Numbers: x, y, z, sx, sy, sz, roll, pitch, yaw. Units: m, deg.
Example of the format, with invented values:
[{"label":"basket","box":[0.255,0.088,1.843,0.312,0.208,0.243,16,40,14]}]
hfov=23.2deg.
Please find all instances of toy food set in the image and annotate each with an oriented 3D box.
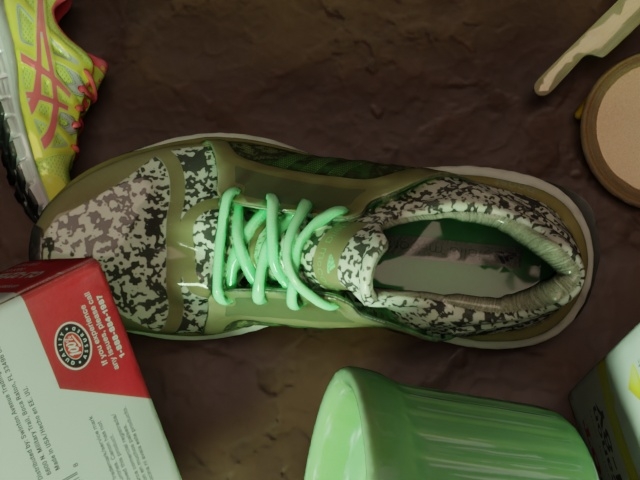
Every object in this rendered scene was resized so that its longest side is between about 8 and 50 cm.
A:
[{"label":"toy food set","box":[0.262,-0.085,1.187,0.132,0.038,0.192,-42,86,-3]}]

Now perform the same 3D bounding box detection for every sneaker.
[{"label":"sneaker","box":[0.000,0.000,1.068,0.410,0.182,0.158,0,90,-1]},{"label":"sneaker","box":[-0.198,-0.105,1.158,0.094,0.081,0.209,-13,83,-17]}]

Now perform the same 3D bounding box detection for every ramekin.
[{"label":"ramekin","box":[0.074,0.236,0.975,0.148,0.303,0.303,6,76,-8]}]

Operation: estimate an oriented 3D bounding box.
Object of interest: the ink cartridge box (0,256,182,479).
[{"label":"ink cartridge box","box":[-0.243,0.153,0.989,0.273,0.114,0.197,-28,105,-35]}]

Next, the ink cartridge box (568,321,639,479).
[{"label":"ink cartridge box","box":[0.289,0.174,0.945,0.160,0.385,0.279,-17,78,-2]}]
